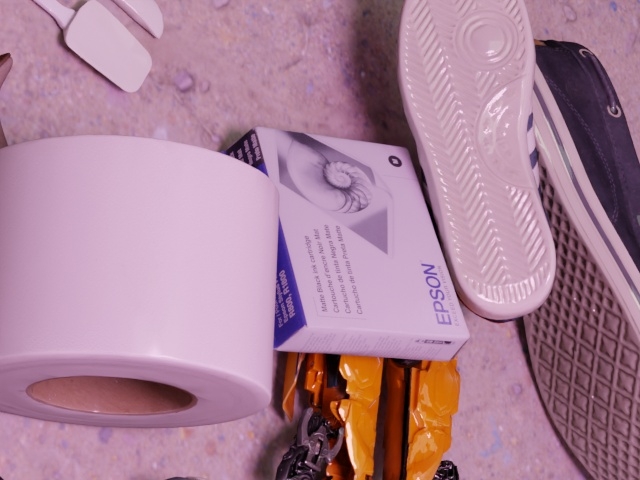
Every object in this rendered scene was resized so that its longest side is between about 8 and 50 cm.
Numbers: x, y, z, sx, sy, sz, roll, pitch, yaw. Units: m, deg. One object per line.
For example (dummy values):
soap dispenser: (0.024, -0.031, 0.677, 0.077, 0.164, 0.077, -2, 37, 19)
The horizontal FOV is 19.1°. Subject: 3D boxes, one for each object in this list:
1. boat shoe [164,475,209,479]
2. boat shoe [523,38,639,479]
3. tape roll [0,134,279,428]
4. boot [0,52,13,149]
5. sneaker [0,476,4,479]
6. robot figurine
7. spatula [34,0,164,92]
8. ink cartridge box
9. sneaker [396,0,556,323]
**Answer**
boat shoe: (-0.153, 0.325, 1.463, 0.099, 0.116, 0.320, 28, 66, -34)
boat shoe: (0.278, 0.025, 1.858, 0.156, 0.187, 0.500, -17, 82, -35)
tape roll: (-0.155, 0.039, 1.460, 0.246, 0.246, 0.169, 14, 68, -35)
boot: (-0.272, -0.088, 1.542, 0.118, 0.042, 0.087, -44, 112, -37)
sneaker: (-0.300, 0.224, 1.400, 0.281, 0.106, 0.163, 34, 44, -28)
robot figurine: (0.046, 0.172, 1.687, 0.211, 0.085, 0.291, 22, 63, -32)
spatula: (-0.220, -0.255, 1.643, 0.242, 0.019, 0.168, 40, 56, -23)
ink cartridge box: (0.000, 0.000, 1.648, 0.224, 0.045, 0.223, 4, 50, -27)
sneaker: (0.140, -0.090, 1.767, 0.131, 0.148, 0.350, -4, 78, 0)
